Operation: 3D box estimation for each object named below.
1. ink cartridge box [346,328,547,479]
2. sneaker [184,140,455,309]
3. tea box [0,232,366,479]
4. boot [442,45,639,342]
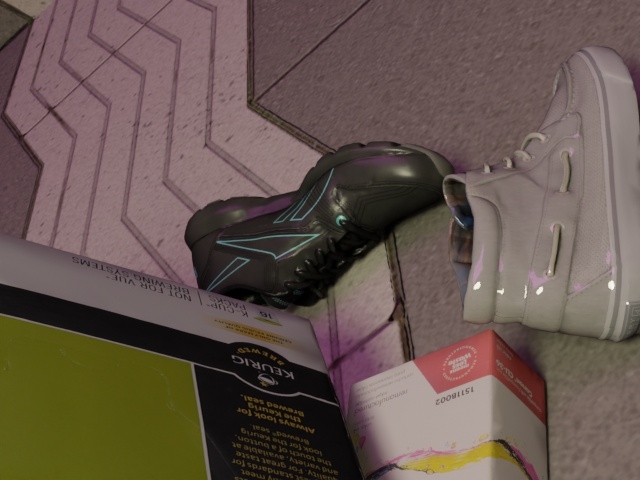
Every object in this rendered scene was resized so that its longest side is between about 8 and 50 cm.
[{"bbox_3d":[0.071,0.162,0.711,0.115,0.067,0.198,-27,35,30],"label":"ink cartridge box"},{"bbox_3d":[0.000,0.000,1.000,0.267,0.101,0.106,-22,60,34],"label":"sneaker"},{"bbox_3d":[-0.163,0.168,0.666,0.323,0.329,0.220,-111,42,-63],"label":"tea box"},{"bbox_3d":[0.145,-0.046,0.799,0.123,0.095,0.258,4,44,2],"label":"boot"}]
